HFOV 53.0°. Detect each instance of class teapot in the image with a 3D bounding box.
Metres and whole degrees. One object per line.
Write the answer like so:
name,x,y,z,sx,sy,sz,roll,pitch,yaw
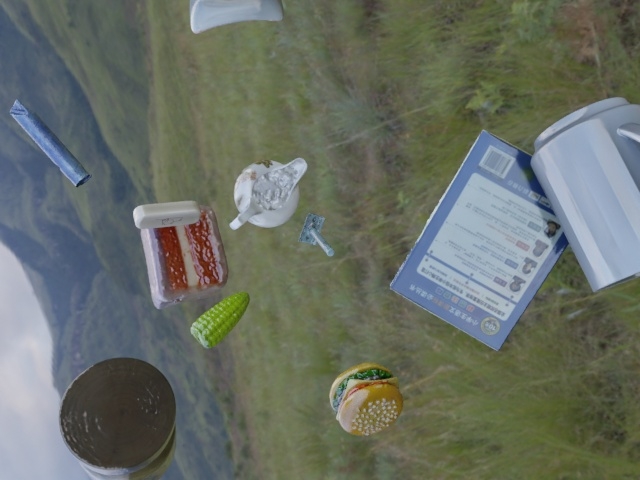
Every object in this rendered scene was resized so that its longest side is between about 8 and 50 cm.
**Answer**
teapot,-0.164,-0.135,1.936,0.204,0.298,0.139,44,163,-14

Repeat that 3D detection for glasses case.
glasses case,-0.457,-0.077,1.921,0.083,0.196,0.050,118,139,-54

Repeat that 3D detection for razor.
razor,0.000,0.000,2.133,0.106,0.068,0.232,-70,24,16

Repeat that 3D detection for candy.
candy,-0.285,0.225,1.886,0.096,0.209,0.097,32,147,24

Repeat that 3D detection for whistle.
whistle,-0.817,-0.295,1.939,0.304,0.062,0.062,49,167,-4

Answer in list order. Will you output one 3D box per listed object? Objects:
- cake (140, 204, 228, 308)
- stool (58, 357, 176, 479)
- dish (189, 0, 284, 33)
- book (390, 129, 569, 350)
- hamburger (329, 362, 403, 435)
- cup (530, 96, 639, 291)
cake,-0.452,0.050,2.096,0.230,0.236,0.309,155,104,-65
stool,-0.341,0.329,1.116,0.179,0.179,0.264,64,158,22
dish,-0.195,-0.552,1.453,0.077,0.212,0.151,84,176,-48
book,0.390,0.006,1.469,0.300,0.428,0.039,31,-166,5
hamburger,0.100,0.340,1.374,0.115,0.161,0.162,-119,15,-50
cup,0.583,-0.103,1.224,0.323,0.236,0.327,110,142,-72
